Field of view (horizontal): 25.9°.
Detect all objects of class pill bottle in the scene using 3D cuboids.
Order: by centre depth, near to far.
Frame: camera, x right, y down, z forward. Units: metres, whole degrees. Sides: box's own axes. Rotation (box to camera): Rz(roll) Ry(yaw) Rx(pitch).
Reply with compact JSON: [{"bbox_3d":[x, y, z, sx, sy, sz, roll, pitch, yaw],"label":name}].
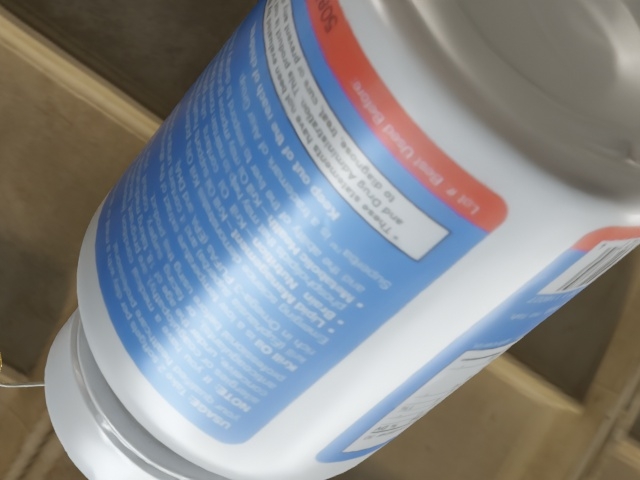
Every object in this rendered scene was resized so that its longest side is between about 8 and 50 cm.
[{"bbox_3d":[0.000,0.000,0.431,0.124,0.124,0.221,19,-44,-29],"label":"pill bottle"}]

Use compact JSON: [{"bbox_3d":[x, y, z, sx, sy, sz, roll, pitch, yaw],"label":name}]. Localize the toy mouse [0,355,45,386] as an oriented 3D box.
[{"bbox_3d":[-0.259,0.109,0.839,0.161,0.031,0.143,35,-108,-23],"label":"toy mouse"}]
